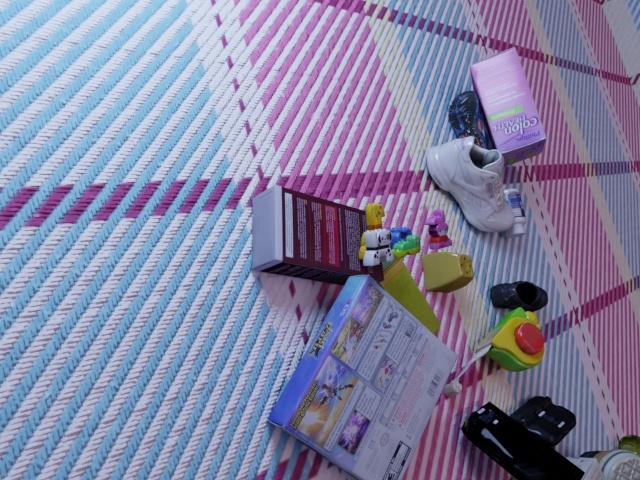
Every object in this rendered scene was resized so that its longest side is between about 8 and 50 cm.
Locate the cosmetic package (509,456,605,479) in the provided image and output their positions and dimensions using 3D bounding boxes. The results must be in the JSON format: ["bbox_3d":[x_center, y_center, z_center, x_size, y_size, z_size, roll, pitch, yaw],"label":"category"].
[{"bbox_3d":[0.536,0.618,1.091,0.113,0.160,0.309,-20,87,-43],"label":"cosmetic package"}]

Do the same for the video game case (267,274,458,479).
[{"bbox_3d":[0.081,0.235,0.859,0.244,0.061,0.269,42,65,-23],"label":"video game case"}]

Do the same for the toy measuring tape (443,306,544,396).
[{"bbox_3d":[0.394,0.260,1.136,0.330,0.121,0.121,-33,97,-36],"label":"toy measuring tape"}]

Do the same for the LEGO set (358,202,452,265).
[{"bbox_3d":[0.128,-0.021,0.917,0.227,0.087,0.093,-11,98,-44],"label":"LEGO set"}]

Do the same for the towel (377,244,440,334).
[{"bbox_3d":[0.164,0.099,1.052,0.102,0.021,0.237,-40,102,-42],"label":"towel"}]

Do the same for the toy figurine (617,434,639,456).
[{"bbox_3d":[0.843,0.699,1.321,0.217,0.191,0.362,-3,75,-37],"label":"toy figurine"}]

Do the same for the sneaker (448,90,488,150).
[{"bbox_3d":[0.390,-0.287,1.372,0.087,0.083,0.221,21,62,-53],"label":"sneaker"}]

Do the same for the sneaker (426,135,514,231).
[{"bbox_3d":[0.388,-0.125,1.246,0.305,0.152,0.114,38,50,-27],"label":"sneaker"}]

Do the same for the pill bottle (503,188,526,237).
[{"bbox_3d":[0.500,-0.070,1.381,0.067,0.067,0.120,5,71,-40],"label":"pill bottle"}]

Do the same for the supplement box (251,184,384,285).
[{"bbox_3d":[0.000,0.000,0.908,0.239,0.073,0.130,13,66,-37],"label":"supplement box"}]

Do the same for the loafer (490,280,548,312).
[{"bbox_3d":[0.508,0.139,1.302,0.223,0.078,0.076,8,69,-39],"label":"loafer"}]

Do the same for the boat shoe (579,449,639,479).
[{"bbox_3d":[0.706,0.714,1.188,0.187,0.156,0.500,-14,85,-14],"label":"boat shoe"}]

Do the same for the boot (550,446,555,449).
[{"bbox_3d":[0.494,0.437,1.209,0.114,0.037,0.106,22,58,-29],"label":"boot"}]

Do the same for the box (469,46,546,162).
[{"bbox_3d":[0.488,-0.337,1.382,0.213,0.117,0.242,4,68,-71],"label":"box"}]

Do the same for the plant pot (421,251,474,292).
[{"bbox_3d":[0.276,0.063,1.122,0.082,0.083,0.081,8,69,-39],"label":"plant pot"}]

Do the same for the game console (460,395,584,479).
[{"bbox_3d":[0.455,0.405,1.099,0.361,0.213,0.044,-1,120,-50],"label":"game console"}]
